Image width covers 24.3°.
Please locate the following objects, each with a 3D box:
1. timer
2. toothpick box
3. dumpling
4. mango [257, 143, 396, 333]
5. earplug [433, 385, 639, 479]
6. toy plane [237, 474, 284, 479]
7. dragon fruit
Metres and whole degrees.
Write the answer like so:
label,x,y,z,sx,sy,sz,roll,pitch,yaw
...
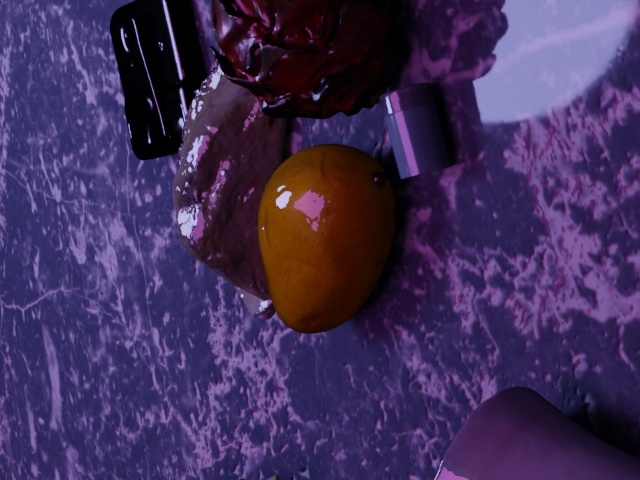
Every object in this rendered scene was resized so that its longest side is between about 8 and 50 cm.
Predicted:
label,x,y,z,sx,sy,sz,roll,pitch,yaw
timer,-0.197,-0.194,1.767,0.144,0.055,0.187,-10,93,54
toothpick box,0.090,-0.104,1.420,0.052,0.052,0.083,-13,92,53
dumpling,-0.115,-0.078,1.647,0.166,0.086,0.332,13,108,30
mango,0.000,0.000,1.527,0.147,0.109,0.227,31,127,15
earplug,0.256,0.255,1.238,0.301,0.172,0.172,23,119,41
toy plane,-0.079,0.353,1.753,0.244,0.092,0.229,34,128,44
dragon fruit,-0.022,-0.209,1.438,0.189,0.182,0.182,40,131,32
